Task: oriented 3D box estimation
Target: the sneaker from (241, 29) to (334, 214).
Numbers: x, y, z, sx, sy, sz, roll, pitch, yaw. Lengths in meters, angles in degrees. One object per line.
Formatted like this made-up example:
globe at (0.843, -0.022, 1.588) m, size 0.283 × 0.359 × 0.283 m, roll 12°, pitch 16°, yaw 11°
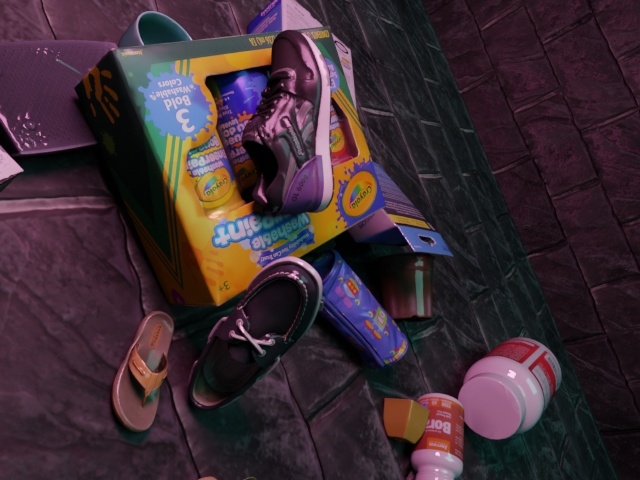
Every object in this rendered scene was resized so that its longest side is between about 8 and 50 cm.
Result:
sneaker at (-0.056, -0.180, 0.693) m, size 0.124 × 0.107 × 0.283 m, roll -6°, pitch 88°, yaw -38°

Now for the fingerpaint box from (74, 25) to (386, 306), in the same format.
fingerpaint box at (-0.112, -0.149, 0.816) m, size 0.445 × 0.163 × 0.371 m, roll -29°, pitch 105°, yaw -42°

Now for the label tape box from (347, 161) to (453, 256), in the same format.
label tape box at (0.149, -0.066, 1.164) m, size 0.249 × 0.115 × 0.347 m, roll 5°, pitch 45°, yaw -54°

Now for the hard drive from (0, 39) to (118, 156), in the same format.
hard drive at (-0.390, -0.221, 0.721) m, size 0.172 × 0.054 × 0.255 m, roll 60°, pitch 36°, yaw -7°

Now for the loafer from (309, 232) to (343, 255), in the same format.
loafer at (0.000, 0.000, 1.070) m, size 0.220 × 0.080 × 0.078 m, roll -32°, pitch 96°, yaw -54°

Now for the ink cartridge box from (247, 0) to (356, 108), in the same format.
ink cartridge box at (-0.046, -0.433, 1.198) m, size 0.270 × 0.151 × 0.395 m, roll 24°, pitch 55°, yaw -42°

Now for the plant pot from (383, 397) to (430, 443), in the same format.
plant pot at (0.195, 0.424, 1.084) m, size 0.081 × 0.081 × 0.083 m, roll 40°, pitch 53°, yaw -32°

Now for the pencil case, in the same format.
pencil case at (0.070, 0.162, 1.034) m, size 0.306 × 0.119 × 0.133 m, roll 50°, pitch 32°, yaw -21°

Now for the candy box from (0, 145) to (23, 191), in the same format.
candy box at (-0.429, -0.021, 0.462) m, size 0.070 × 0.165 × 0.196 m, roll 54°, pitch 37°, yaw -19°

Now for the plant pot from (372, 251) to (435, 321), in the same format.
plant pot at (0.229, 0.130, 1.232) m, size 0.167 × 0.167 × 0.165 m, roll 15°, pitch 66°, yaw -48°

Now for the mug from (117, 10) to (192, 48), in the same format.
mug at (-0.296, -0.327, 0.865) m, size 0.158 × 0.097 × 0.129 m, roll 48°, pitch 39°, yaw -24°

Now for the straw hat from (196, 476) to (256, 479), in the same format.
straw hat at (-0.164, 0.375, 0.660) m, size 0.061 × 0.144 × 0.144 m, roll 35°, pitch 23°, yaw 30°

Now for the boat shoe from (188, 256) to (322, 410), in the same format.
boat shoe at (-0.100, 0.149, 0.674) m, size 0.114 × 0.302 × 0.091 m, roll 35°, pitch 32°, yaw 4°

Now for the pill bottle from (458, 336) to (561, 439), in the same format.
pill bottle at (0.581, 0.450, 1.430) m, size 0.408 × 0.229 × 0.229 m, roll -4°, pitch 74°, yaw -52°

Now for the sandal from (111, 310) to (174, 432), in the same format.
sandal at (-0.248, 0.182, 0.676) m, size 0.072 × 0.049 × 0.180 m, roll 36°, pitch 45°, yaw -35°

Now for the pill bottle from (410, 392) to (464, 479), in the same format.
pill bottle at (0.281, 0.491, 1.115) m, size 0.121 × 0.121 × 0.216 m, roll 46°, pitch 40°, yaw -26°
